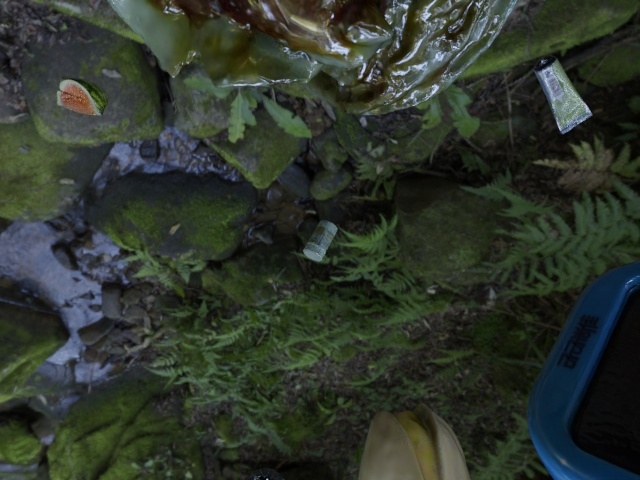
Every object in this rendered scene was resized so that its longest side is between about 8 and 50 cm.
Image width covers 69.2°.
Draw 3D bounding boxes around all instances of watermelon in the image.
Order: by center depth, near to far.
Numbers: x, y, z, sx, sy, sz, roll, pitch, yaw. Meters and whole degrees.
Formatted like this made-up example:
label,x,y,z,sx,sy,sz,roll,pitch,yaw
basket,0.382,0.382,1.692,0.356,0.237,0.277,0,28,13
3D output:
label,x,y,z,sx,sy,sz,roll,pitch,yaw
watermelon,-0.604,-0.376,1.166,0.163,0.087,0.069,17,159,21

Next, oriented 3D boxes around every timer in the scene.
label,x,y,z,sx,sy,sz,roll,pitch,yaw
timer,0.425,0.172,0.514,0.340,0.309,0.115,-50,125,-23

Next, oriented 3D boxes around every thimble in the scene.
label,x,y,z,sx,sy,sz,roll,pitch,yaw
thimble,-0.105,0.490,0.881,0.095,0.104,0.066,-43,107,-27

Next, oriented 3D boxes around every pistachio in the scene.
label,x,y,z,sx,sy,sz,roll,pitch,yaw
pistachio,0.093,0.263,0.441,0.117,0.145,0.200,8,91,-15

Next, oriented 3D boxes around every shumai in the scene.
label,x,y,z,sx,sy,sz,roll,pitch,yaw
shumai,-0.010,-0.263,0.327,0.289,0.292,0.330,14,127,-33

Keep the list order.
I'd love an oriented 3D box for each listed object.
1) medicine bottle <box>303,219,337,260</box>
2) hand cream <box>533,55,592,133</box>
label,x,y,z,sx,sy,sz,roll,pitch,yaw
medicine bottle,0.000,0.000,1.029,0.047,0.083,0.047,24,154,12
hand cream,0.625,-0.386,1.213,0.086,0.055,0.235,-34,122,24
